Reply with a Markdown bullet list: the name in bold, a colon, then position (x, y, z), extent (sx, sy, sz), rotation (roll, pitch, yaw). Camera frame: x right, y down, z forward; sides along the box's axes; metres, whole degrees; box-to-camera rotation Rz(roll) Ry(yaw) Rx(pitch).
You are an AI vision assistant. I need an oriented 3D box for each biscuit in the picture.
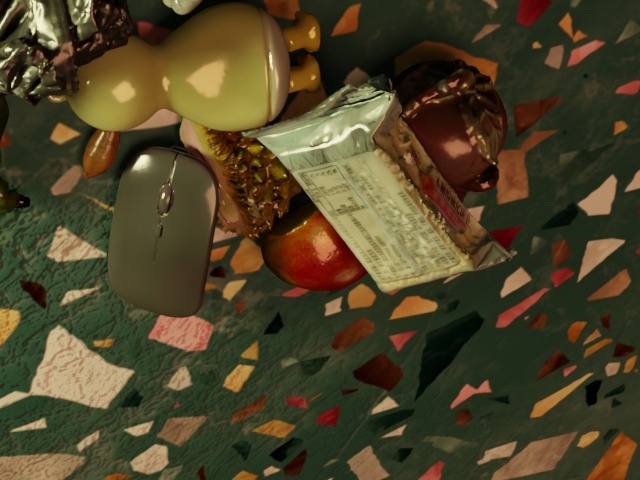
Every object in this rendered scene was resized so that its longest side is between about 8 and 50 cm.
- **biscuit**: position (0.075, -0.051, 1.767), extent (0.186, 0.079, 0.309), rotation (-17, 129, 32)

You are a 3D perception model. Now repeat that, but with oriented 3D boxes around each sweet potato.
- **sweet potato**: position (-0.237, -0.101, 1.713), extent (0.034, 0.034, 0.095), rotation (3, 129, -34)

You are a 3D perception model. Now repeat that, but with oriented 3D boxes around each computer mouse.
- **computer mouse**: position (-0.179, -0.001, 1.796), extent (0.120, 0.057, 0.232), rotation (18, 127, 4)

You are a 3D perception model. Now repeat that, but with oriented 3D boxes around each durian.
- **durian**: position (-0.088, -0.080, 1.790), extent (0.140, 0.078, 0.224), rotation (-37, 139, 4)

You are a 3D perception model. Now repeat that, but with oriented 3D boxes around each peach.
- **peach**: position (-0.001, 0.008, 1.910), extent (0.151, 0.118, 0.151), rotation (-25, -178, 1)

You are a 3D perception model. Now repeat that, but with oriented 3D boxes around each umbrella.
- **umbrella**: position (-0.347, -0.185, 1.518), extent (0.336, 0.154, 0.128), rotation (-17, 165, 11)

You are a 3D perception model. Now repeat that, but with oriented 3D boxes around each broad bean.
- **broad bean**: position (-0.345, -0.096, 1.642), extent (0.061, 0.046, 0.195), rotation (-25, 140, -20)

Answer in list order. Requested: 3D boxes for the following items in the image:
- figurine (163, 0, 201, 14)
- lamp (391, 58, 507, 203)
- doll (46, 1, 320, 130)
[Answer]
- **figurine**: position (-0.242, -0.351, 1.361), extent (0.387, 0.166, 0.207), rotation (36, 83, -23)
- **lamp**: position (0.142, -0.130, 1.854), extent (0.215, 0.151, 0.223), rotation (-7, 164, -33)
- **doll**: position (-0.143, -0.179, 1.654), extent (0.296, 0.117, 0.141), rotation (-4, 125, -11)
